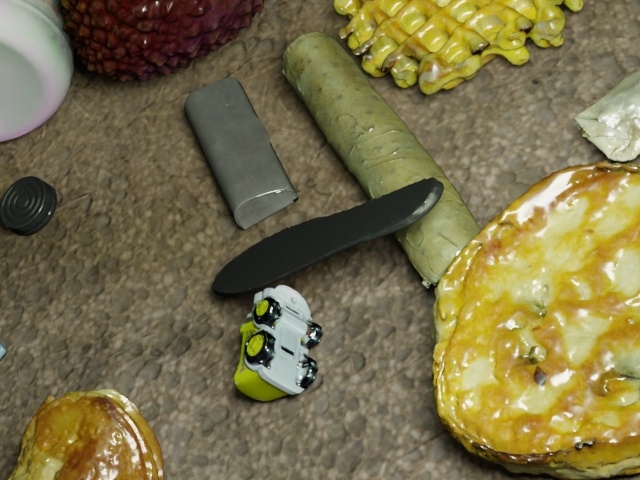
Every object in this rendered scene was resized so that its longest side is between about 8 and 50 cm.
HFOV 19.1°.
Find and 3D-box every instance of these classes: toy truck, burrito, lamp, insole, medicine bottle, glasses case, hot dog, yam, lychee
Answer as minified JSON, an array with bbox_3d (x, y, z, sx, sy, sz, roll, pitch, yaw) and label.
[{"bbox_3d":[-0.050,0.100,1.861,0.077,0.076,0.111,-25,45,39],"label":"toy truck"},{"bbox_3d":[0.367,-0.175,1.825,0.275,0.059,0.082,-40,54,-1],"label":"burrito"},{"bbox_3d":[-0.485,-0.021,2.163,0.371,0.108,0.130,-4,59,27],"label":"lamp"},{"bbox_3d":[0.000,0.000,1.859,0.309,0.012,0.110,-23,22,39],"label":"insole"},{"bbox_3d":[-0.404,-0.291,2.220,0.241,0.241,0.302,-17,51,19],"label":"medicine bottle"},{"bbox_3d":[-0.087,-0.097,2.040,0.072,0.042,0.190,-27,48,0],"label":"glasses case"},{"bbox_3d":[-0.244,0.270,1.819,0.175,0.114,0.259,7,60,38],"label":"hot dog"},{"bbox_3d":[0.065,-0.084,1.916,0.083,0.083,0.371,-35,48,4],"label":"yam"},{"bbox_3d":[-0.182,-0.298,2.115,0.271,0.271,0.271,-15,52,20],"label":"lychee"}]

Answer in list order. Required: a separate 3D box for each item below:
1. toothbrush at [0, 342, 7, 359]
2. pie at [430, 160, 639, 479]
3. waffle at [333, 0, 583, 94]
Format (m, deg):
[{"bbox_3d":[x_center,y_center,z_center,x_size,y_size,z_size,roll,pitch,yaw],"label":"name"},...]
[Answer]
[{"bbox_3d":[-0.417,0.190,2.034,0.219,0.019,0.016,-45,43,-6],"label":"toothbrush"},{"bbox_3d":[0.246,0.078,1.696,0.315,0.092,0.315,-12,58,20],"label":"pie"},{"bbox_3d":[0.154,-0.292,2.025,0.329,0.062,0.329,-16,51,21],"label":"waffle"}]
